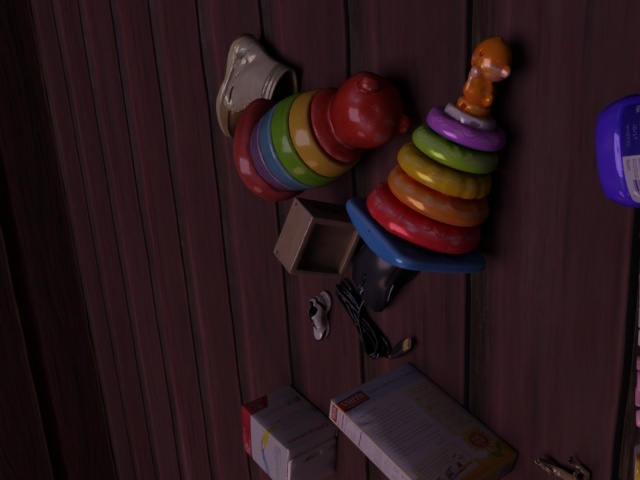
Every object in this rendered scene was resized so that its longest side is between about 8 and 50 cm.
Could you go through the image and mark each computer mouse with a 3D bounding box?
[{"bbox_3d":[0.102,0.097,1.121,0.184,0.060,0.262,61,144,20],"label":"computer mouse"}]

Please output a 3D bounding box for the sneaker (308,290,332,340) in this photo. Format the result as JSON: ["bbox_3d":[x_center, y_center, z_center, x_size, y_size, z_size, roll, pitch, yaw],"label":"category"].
[{"bbox_3d":[-0.007,0.149,1.313,0.040,0.044,0.109,31,129,42],"label":"sneaker"}]

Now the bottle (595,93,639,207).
[{"bbox_3d":[0.392,-0.090,0.601,0.283,0.092,0.118,0,102,55],"label":"bottle"}]

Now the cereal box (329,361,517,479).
[{"bbox_3d":[0.151,0.296,1.035,0.240,0.173,0.047,37,133,43],"label":"cereal box"}]

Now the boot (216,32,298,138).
[{"bbox_3d":[-0.118,-0.257,1.273,0.165,0.077,0.213,44,133,34],"label":"boot"}]

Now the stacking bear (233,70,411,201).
[{"bbox_3d":[0.008,-0.171,1.059,0.289,0.164,0.175,-18,121,45],"label":"stacking bear"}]

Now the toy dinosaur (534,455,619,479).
[{"bbox_3d":[0.360,0.349,0.884,0.183,0.053,0.092,58,159,34],"label":"toy dinosaur"}]

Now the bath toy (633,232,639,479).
[{"bbox_3d":[0.389,0.150,0.685,0.129,0.151,0.348,2,110,24],"label":"bath toy"}]

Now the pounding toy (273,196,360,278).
[{"bbox_3d":[0.000,0.000,1.173,0.100,0.141,0.130,49,123,47],"label":"pounding toy"}]

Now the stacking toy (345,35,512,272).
[{"bbox_3d":[0.172,-0.116,0.876,0.175,0.166,0.302,51,130,48],"label":"stacking toy"}]

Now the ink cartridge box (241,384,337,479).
[{"bbox_3d":[-0.066,0.420,1.433,0.176,0.128,0.127,29,126,47],"label":"ink cartridge box"}]
